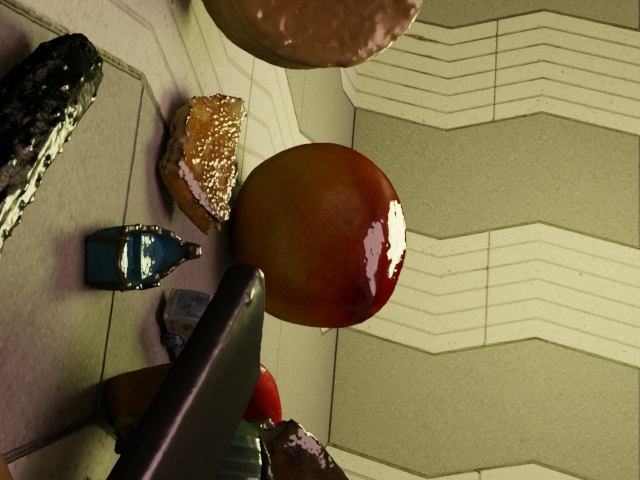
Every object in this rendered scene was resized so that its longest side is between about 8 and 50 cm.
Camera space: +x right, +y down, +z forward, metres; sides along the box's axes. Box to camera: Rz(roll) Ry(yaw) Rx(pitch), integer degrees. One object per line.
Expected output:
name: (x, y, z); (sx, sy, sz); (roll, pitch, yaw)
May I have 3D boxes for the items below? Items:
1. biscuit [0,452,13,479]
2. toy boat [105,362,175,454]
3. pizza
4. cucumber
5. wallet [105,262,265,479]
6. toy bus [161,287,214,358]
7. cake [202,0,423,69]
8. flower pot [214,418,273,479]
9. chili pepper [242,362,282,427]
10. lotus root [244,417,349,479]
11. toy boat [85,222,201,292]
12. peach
biscuit: (-0.272, 0.238, 0.718); (0.071, 0.018, 0.147); (-78, 167, -57)
toy boat: (-0.192, 0.190, 0.988); (0.229, 0.089, 0.088); (25, 54, -82)
pizza: (-0.164, -0.125, 1.168); (0.147, 0.069, 0.226); (41, 46, -52)
cucumber: (-0.235, -0.086, 0.669); (0.303, 0.072, 0.081); (-79, 178, -46)
wallet: (-0.156, 0.231, 0.881); (0.228, 0.062, 0.406); (94, 16, -46)
toy bus: (-0.167, 0.148, 1.185); (0.190, 0.075, 0.064); (85, 12, -45)
cake: (-0.040, -0.412, 1.259); (0.321, 0.332, 0.332); (-149, -122, -65)
flower pot: (-0.146, 0.346, 1.122); (0.189, 0.157, 0.243); (73, 22, -62)
chili pepper: (-0.129, 0.311, 1.523); (0.137, 0.092, 0.368); (-40, 135, -40)
lotus root: (-0.072, 0.421, 1.433); (0.314, 0.210, 0.142); (61, 43, -41)
toy boat: (-0.194, 0.018, 0.959); (0.185, 0.077, 0.075); (-7, 99, -81)
peach: (0.000, 0.000, 1.462); (0.308, 0.307, 0.332); (81, -15, -54)
